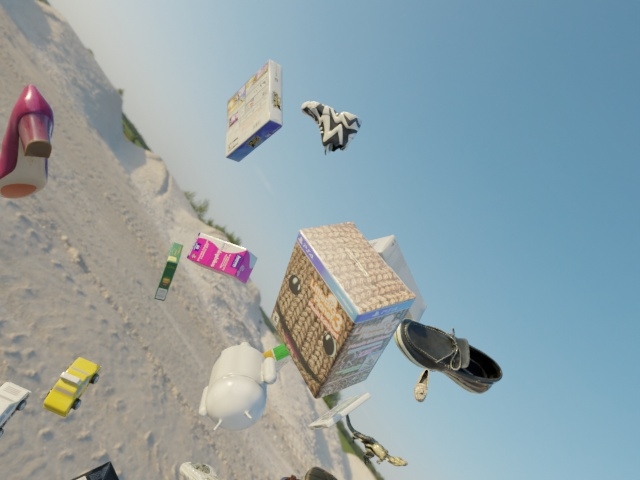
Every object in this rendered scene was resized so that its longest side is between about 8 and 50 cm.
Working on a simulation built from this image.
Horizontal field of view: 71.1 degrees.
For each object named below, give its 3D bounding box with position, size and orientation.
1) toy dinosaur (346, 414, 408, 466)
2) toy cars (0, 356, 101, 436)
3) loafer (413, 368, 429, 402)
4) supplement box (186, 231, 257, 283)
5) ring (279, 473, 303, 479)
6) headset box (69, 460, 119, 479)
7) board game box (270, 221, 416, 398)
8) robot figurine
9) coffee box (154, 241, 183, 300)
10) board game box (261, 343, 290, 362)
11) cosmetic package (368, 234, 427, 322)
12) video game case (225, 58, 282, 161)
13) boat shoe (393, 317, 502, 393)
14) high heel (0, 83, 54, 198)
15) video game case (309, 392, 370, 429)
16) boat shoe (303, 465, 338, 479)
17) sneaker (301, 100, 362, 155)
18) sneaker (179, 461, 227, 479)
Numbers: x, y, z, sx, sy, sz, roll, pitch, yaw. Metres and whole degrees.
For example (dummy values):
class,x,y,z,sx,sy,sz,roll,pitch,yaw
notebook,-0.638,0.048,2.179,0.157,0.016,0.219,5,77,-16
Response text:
class,x,y,z,sx,sy,sz,roll,pitch,yaw
toy dinosaur,0.157,0.677,1.488,0.268,0.064,0.118,33,7,30
toy cars,-0.885,0.483,1.391,0.176,0.394,0.087,55,-35,28
loafer,0.352,0.498,1.550,0.045,0.125,0.039,17,-53,12
supplement box,-0.365,0.065,1.670,0.220,0.111,0.114,18,-15,19
ring,0.014,0.899,1.556,0.336,0.032,0.336,24,-16,7
headset box,-0.835,0.918,1.530,0.110,0.218,0.293,48,-57,25
board game box,0.030,0.148,0.962,0.232,0.141,0.291,53,-42,35
robot figurine,-0.283,0.504,1.549,0.200,0.300,0.353,56,9,-20
coffee box,-0.528,0.109,1.561,0.040,0.184,0.113,19,30,-17
board game box,-0.254,0.603,2.165,0.064,0.242,0.316,55,-50,17
cosmetic package,0.276,0.181,1.878,0.197,0.155,0.365,-16,-72,38
video game case,-0.228,-0.435,1.527,0.269,0.061,0.244,-25,-120,43
boat shoe,0.497,0.434,1.733,0.500,0.187,0.156,32,-44,-15
high heel,-0.830,-0.258,1.257,0.127,0.377,0.181,3,65,-50
video game case,0.066,0.597,1.565,0.022,0.190,0.173,60,-30,11
boat shoe,-0.033,0.640,0.949,0.122,0.120,0.324,36,19,2
sneaker,0.014,-0.376,1.536,0.235,0.153,0.094,24,7,18
sneaker,-0.336,0.728,1.290,0.232,0.115,0.090,13,-12,36
